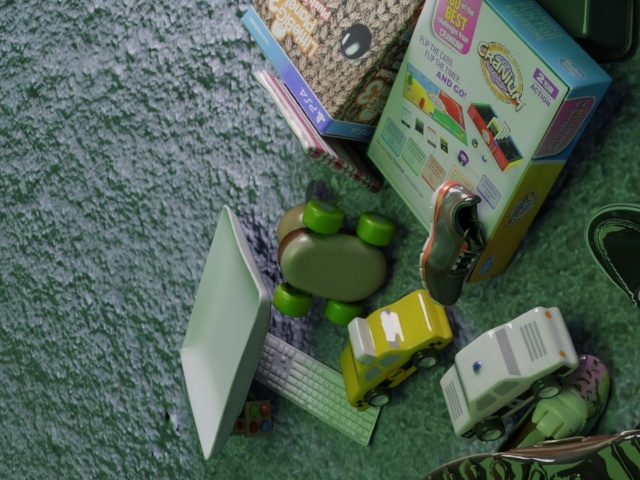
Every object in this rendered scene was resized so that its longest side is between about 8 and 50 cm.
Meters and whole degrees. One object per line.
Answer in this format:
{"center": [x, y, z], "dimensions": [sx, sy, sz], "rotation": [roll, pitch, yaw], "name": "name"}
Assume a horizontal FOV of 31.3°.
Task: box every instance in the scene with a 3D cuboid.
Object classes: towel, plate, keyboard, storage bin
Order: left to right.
{"center": [-0.133, 0.130, 1.647], "dimensions": [0.278, 0.045, 0.277], "rotation": [-117, 41, -58], "name": "plate"}
{"center": [-0.014, 0.205, 1.625], "dimensions": [0.256, 0.014, 0.072], "rotation": [25, 105, 40], "name": "keyboard"}
{"center": [-0.004, -0.139, 1.508], "dimensions": [0.029, 0.197, 0.144], "rotation": [-42, 60, 15], "name": "towel"}
{"center": [0.284, -0.244, 1.319], "dimensions": [0.135, 0.091, 0.098], "rotation": [3, 91, 43], "name": "storage bin"}

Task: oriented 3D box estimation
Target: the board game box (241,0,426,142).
{"center": [0.071, -0.311, 1.481], "dimensions": [0.291, 0.141, 0.232], "rotation": [-51, 57, 28], "name": "board game box"}

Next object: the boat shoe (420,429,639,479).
{"center": [0.266, 0.273, 1.239], "dimensions": [0.324, 0.120, 0.123], "rotation": [-14, 85, 30], "name": "boat shoe"}

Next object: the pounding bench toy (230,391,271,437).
{"center": [-0.109, 0.246, 1.684], "dimensions": [0.065, 0.052, 0.083], "rotation": [-6, 84, 42], "name": "pounding bench toy"}

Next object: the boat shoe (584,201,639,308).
{"center": [0.386, 0.056, 1.204], "dimensions": [0.301, 0.102, 0.108], "rotation": [46, 118, 33], "name": "boat shoe"}

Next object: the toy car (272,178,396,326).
{"center": [0.000, 0.000, 1.570], "dimensions": [0.188, 0.149, 0.155], "rotation": [-119, 45, -59], "name": "toy car"}

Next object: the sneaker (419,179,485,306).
{"center": [0.159, 0.012, 1.338], "dimensions": [0.065, 0.061, 0.158], "rotation": [24, 124, 44], "name": "sneaker"}

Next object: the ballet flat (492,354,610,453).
{"center": [0.256, 0.228, 1.331], "dimensions": [0.077, 0.079, 0.221], "rotation": [44, 117, 22], "name": "ballet flat"}

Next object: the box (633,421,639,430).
{"center": [0.392, 0.237, 1.242], "dimensions": [0.116, 0.029, 0.162], "rotation": [47, 117, 34], "name": "box"}

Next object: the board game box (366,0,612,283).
{"center": [0.183, -0.141, 1.350], "dimensions": [0.242, 0.064, 0.316], "rotation": [55, 144, 29], "name": "board game box"}

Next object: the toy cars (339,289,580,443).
{"center": [0.137, 0.144, 1.392], "dimensions": [0.393, 0.087, 0.177], "rotation": [6, 79, 54], "name": "toy cars"}
